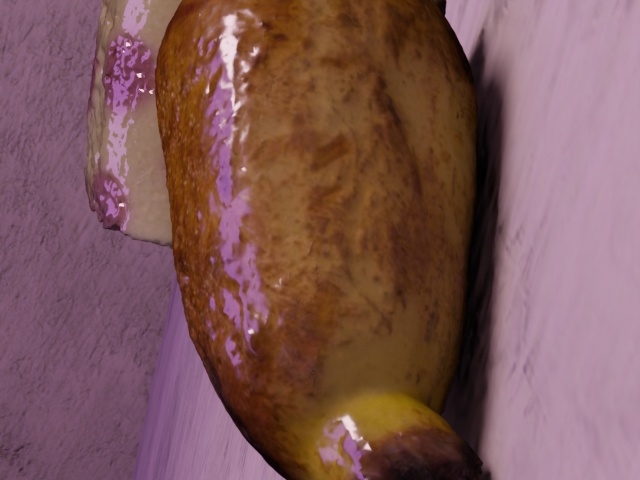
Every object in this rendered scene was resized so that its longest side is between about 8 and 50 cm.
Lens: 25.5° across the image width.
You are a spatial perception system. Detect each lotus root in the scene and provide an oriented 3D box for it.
[{"bbox_3d":[0.000,0.000,0.387,0.108,0.094,0.191,57,-155,-49],"label":"lotus root"}]

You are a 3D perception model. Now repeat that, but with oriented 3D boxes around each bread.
[{"bbox_3d":[-0.095,-0.173,1.110,0.187,0.155,0.338,-132,53,-76],"label":"bread"}]
